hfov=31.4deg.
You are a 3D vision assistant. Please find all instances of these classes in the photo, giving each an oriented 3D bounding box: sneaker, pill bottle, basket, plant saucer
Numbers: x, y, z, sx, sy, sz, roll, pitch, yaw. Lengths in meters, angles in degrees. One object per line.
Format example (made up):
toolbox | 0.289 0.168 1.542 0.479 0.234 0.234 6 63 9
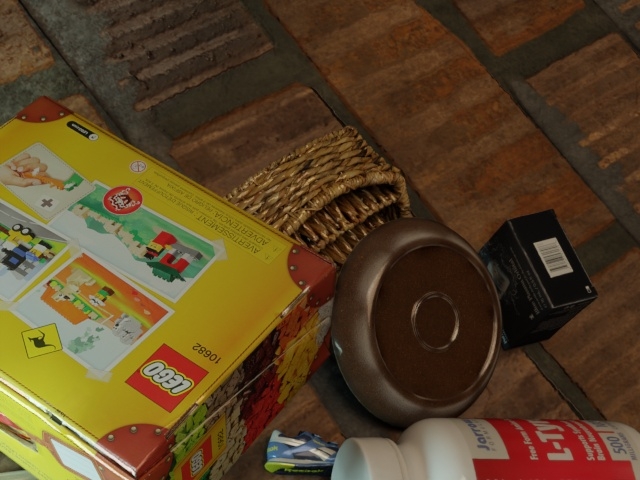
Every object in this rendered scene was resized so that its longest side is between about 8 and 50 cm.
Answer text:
sneaker | -0.005 0.290 1.567 0.144 0.053 0.059 8 57 -17
pill bottle | 0.229 0.350 1.510 0.408 0.229 0.229 4 60 -18
basket | 0.000 0.000 1.638 0.299 0.213 0.223 -32 75 -31
plant saucer | 0.155 0.119 1.648 0.311 0.050 0.310 3 84 -33

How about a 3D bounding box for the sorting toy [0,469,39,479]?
sorting toy | -0.336 0.331 1.361 0.348 0.047 0.196 -4 29 -12

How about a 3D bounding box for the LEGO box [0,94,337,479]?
LEGO box | -0.286 0.084 1.417 0.500 0.193 0.372 30 54 21

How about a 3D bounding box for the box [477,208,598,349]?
box | 0.320 0.062 1.750 0.093 0.158 0.156 -13 66 -26
